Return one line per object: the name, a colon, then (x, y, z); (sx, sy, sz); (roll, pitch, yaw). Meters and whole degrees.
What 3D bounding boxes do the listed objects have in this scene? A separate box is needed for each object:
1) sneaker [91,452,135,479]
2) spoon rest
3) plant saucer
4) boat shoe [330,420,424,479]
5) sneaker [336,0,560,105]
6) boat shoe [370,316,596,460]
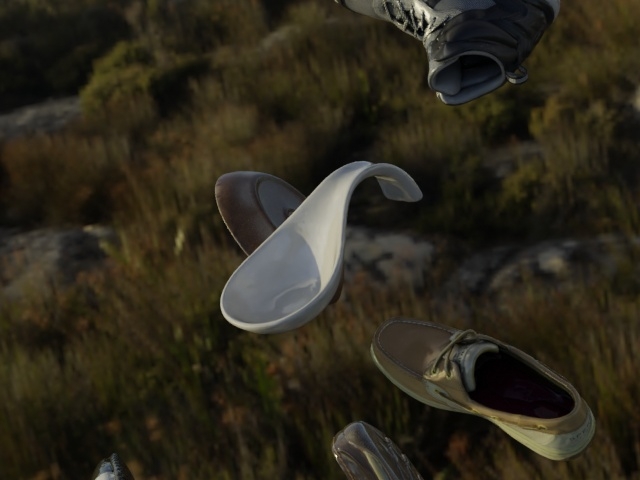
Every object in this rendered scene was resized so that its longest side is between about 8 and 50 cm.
sneaker: (-0.206, 0.306, 1.060); (0.146, 0.122, 0.330); (-21, 27, 2)
spoon rest: (0.000, 0.000, 1.336); (0.137, 0.084, 0.276); (8, 43, 43)
plant saucer: (-0.036, -0.013, 1.448); (0.036, 0.198, 0.198); (-43, 6, 22)
boat shoe: (0.093, 0.375, 1.391); (0.130, 0.355, 0.132); (-29, -1, 7)
sneaker: (0.119, -0.239, 1.386); (0.269, 0.101, 0.153); (11, 61, 20)
boat shoe: (0.086, 0.070, 0.676); (0.135, 0.045, 0.050); (22, 65, 25)
